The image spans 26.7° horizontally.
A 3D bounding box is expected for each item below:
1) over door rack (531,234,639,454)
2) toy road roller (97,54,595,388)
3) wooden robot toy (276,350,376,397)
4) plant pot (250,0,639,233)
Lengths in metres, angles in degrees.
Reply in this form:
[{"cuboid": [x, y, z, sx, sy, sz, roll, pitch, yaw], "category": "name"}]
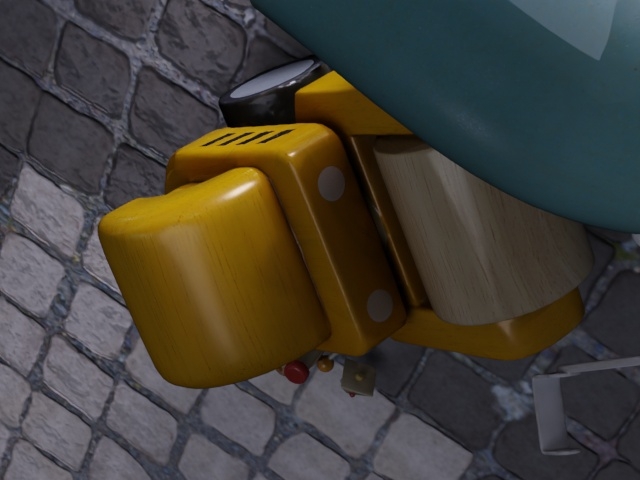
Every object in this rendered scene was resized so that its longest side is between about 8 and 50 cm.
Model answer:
[{"cuboid": [0.287, 0.040, 0.818, 0.324, 0.239, 0.108, 123, 141, -66], "category": "over door rack"}, {"cuboid": [0.000, 0.000, 0.951, 0.329, 0.240, 0.202, 3, 121, 54], "category": "toy road roller"}, {"cuboid": [-0.032, 0.094, 1.172, 0.173, 0.076, 0.079, 37, 139, 6], "category": "wooden robot toy"}, {"cuboid": [0.147, -0.146, 0.694, 0.235, 0.293, 0.293, 46, 128, 4], "category": "plant pot"}]
